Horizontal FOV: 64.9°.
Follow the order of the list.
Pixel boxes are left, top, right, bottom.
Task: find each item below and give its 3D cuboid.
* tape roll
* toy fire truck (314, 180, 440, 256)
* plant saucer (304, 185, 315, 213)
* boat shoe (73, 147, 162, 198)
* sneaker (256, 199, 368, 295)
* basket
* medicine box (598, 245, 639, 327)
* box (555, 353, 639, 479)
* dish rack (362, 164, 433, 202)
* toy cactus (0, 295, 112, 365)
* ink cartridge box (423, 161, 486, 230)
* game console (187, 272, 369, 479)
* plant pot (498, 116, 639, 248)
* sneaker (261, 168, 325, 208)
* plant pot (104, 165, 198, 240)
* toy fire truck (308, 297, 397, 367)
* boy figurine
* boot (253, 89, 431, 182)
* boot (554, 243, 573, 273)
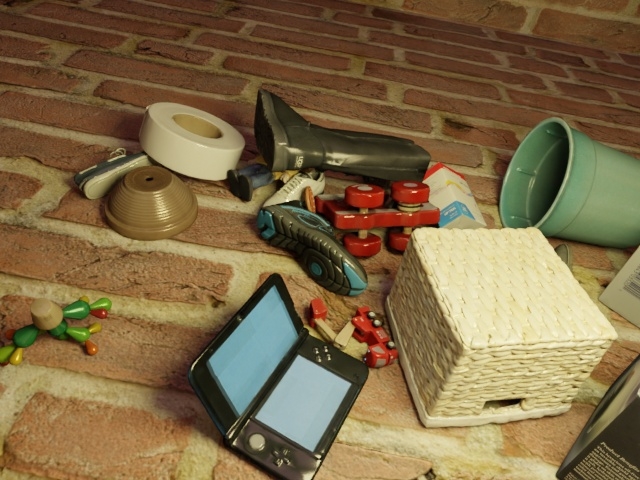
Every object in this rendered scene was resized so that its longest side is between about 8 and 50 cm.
[{"bbox_3d":[-0.366,-0.288,1.444,0.286,0.100,0.286,21,27,-11],"label":"tape roll"},{"bbox_3d":[0.153,-0.086,1.367,0.301,0.170,0.254,-5,23,-14],"label":"toy fire truck"},{"bbox_3d":[-0.029,-0.107,1.371,0.013,0.084,0.084,-8,41,10],"label":"plant saucer"},{"bbox_3d":[-0.546,-0.199,1.386,0.254,0.095,0.079,-36,70,-29],"label":"boat shoe"},{"bbox_3d":[0.000,0.000,1.249,0.340,0.125,0.139,39,43,23],"label":"sneaker"},{"bbox_3d":[0.342,0.163,1.039,0.327,0.267,0.331,-1,41,-11],"label":"basket"},{"bbox_3d":[0.894,0.050,1.276,0.289,0.264,0.149,-26,53,-33],"label":"medicine box"},{"bbox_3d":[0.616,0.320,0.896,0.182,0.294,0.296,38,48,27],"label":"box"},{"bbox_3d":[0.280,-0.195,1.564,0.271,0.074,0.208,31,46,21],"label":"dish rack"},{"bbox_3d":[-0.500,0.164,0.937,0.218,0.180,0.112,-18,69,-22],"label":"toy cactus"},{"bbox_3d":[0.367,-0.131,1.431,0.134,0.078,0.231,17,48,-42],"label":"ink cartridge box"},{"bbox_3d":[-0.058,0.245,0.931,0.250,0.174,0.293,24,44,16],"label":"game console"},{"bbox_3d":[0.748,-0.137,1.430,0.333,0.341,0.341,14,41,-8],"label":"plant pot"},{"bbox_3d":[-0.077,-0.135,1.408,0.090,0.095,0.235,35,48,23],"label":"sneaker"},{"bbox_3d":[-0.437,-0.116,1.301,0.237,0.110,0.237,7,42,-6],"label":"plant pot"},{"bbox_3d":[0.066,0.200,1.095,0.135,0.047,0.192,-9,45,-25],"label":"toy fire truck"},{"bbox_3d":[-0.137,-0.212,1.482,0.177,0.092,0.285,24,39,35],"label":"boy figurine"},{"bbox_3d":[0.049,-0.295,1.443,0.444,0.146,0.367,0,41,-18],"label":"boot"},{"bbox_3d":[0.567,0.052,1.362,0.208,0.076,0.190,14,39,14],"label":"boot"}]
